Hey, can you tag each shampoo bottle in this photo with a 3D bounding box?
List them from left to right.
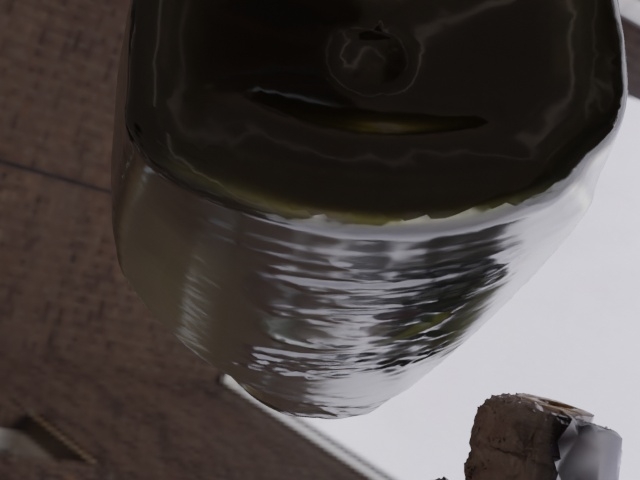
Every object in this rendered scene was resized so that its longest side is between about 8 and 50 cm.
[{"bbox_3d":[0.000,0.000,0.484,0.350,0.126,0.084,110,-16,-75],"label":"shampoo bottle"}]

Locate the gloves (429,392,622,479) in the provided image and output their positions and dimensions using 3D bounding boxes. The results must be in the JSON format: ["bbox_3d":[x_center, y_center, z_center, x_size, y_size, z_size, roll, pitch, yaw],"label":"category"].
[{"bbox_3d":[0.089,0.143,0.723,0.094,0.110,0.144,17,-110,47],"label":"gloves"}]
